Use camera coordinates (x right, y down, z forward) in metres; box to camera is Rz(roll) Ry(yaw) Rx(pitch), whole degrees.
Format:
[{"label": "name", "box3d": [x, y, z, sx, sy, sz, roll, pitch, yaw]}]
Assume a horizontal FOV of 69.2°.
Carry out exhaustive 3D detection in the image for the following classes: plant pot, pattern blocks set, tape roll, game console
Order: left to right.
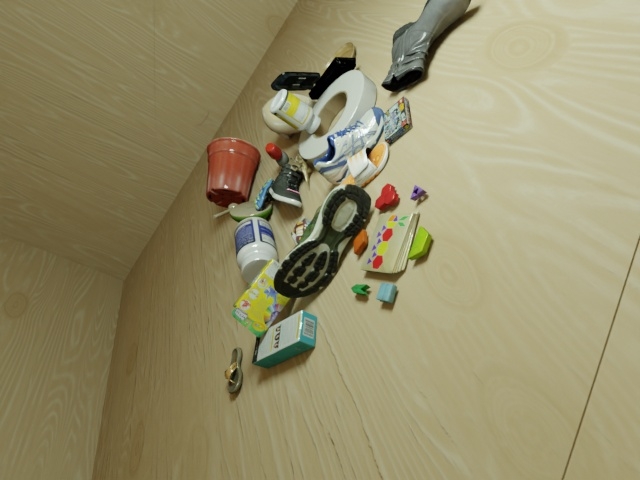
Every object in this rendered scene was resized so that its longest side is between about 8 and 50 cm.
[{"label": "plant pot", "box3d": [-0.445, -0.319, 2.289, 0.272, 0.272, 0.265, -25, 53, 48]}, {"label": "game console", "box3d": [-0.026, -0.635, 1.819, 0.213, 0.361, 0.044, -40, 72, 47]}, {"label": "tape roll", "box3d": [0.057, -0.464, 1.777, 0.392, 0.072, 0.392, -39, 37, 37]}, {"label": "plant pot", "box3d": [0.077, -0.758, 2.037, 0.236, 0.032, 0.236, -38, 38, 37]}, {"label": "pattern blocks set", "box3d": [0.183, 0.002, 1.220, 0.285, 0.026, 0.324, 18, 82, 61]}]

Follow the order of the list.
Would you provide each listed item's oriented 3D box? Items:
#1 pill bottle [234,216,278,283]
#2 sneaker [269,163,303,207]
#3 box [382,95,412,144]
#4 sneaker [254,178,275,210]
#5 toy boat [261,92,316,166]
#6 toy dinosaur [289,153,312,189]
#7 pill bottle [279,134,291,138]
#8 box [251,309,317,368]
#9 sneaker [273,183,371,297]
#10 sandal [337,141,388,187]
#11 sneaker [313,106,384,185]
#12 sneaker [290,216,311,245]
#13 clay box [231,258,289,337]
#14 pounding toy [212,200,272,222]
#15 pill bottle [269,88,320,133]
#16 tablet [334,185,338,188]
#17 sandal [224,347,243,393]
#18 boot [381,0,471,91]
[{"label": "pill bottle", "box3d": [-0.241, 0.039, 1.739, 0.153, 0.153, 0.264, -50, 30, 21]}, {"label": "sneaker", "box3d": [-0.119, -0.221, 1.813, 0.147, 0.105, 0.296, -63, 24, 8]}, {"label": "box", "box3d": [0.239, -0.376, 1.452, 0.094, 0.027, 0.137, -36, 38, 37]}, {"label": "sneaker", "box3d": [-0.221, -0.190, 1.965, 0.067, 0.078, 0.188, -32, 24, 36]}, {"label": "toy boat", "box3d": [-0.154, -0.494, 2.052, 0.267, 0.148, 0.318, 14, 80, 25]}, {"label": "toy dinosaur", "box3d": [-0.068, -0.285, 1.803, 0.053, 0.093, 0.183, -47, 36, 35]}, {"label": "pill bottle", "box3d": [-0.146, -0.561, 2.168, 0.160, 0.087, 0.087, -59, 29, 4]}, {"label": "box", "box3d": [-0.111, 0.303, 1.400, 0.244, 0.060, 0.100, -34, 38, 40]}, {"label": "sneaker", "box3d": [0.000, 0.000, 1.435, 0.410, 0.158, 0.182, -53, 15, 8]}, {"label": "sandal", "box3d": [0.106, -0.213, 1.472, 0.265, 0.076, 0.102, -44, 35, 25]}, {"label": "sneaker", "box3d": [0.096, -0.330, 1.537, 0.296, 0.131, 0.112, -57, 27, 3]}, {"label": "sneaker", "box3d": [-0.048, -0.022, 1.568, 0.084, 0.070, 0.185, -61, 29, 12]}, {"label": "clay box", "box3d": [-0.177, 0.183, 1.471, 0.222, 0.127, 0.053, -52, 15, -22]}, {"label": "pounding toy", "box3d": [-0.314, -0.091, 2.000, 0.237, 0.110, 0.183, 0, 26, 21]}, {"label": "pill bottle", "box3d": [-0.093, -0.486, 1.771, 0.103, 0.184, 0.103, -38, 37, 36]}, {"label": "tablet", "box3d": [0.058, -0.158, 1.579, 0.054, 0.006, 0.083, -24, 46, 49]}, {"label": "sandal", "box3d": [-0.304, 0.446, 1.600, 0.072, 0.049, 0.180, -44, 34, 30]}, {"label": "boot", "box3d": [0.329, -0.609, 1.446, 0.338, 0.118, 0.222, -27, 46, 62]}]
